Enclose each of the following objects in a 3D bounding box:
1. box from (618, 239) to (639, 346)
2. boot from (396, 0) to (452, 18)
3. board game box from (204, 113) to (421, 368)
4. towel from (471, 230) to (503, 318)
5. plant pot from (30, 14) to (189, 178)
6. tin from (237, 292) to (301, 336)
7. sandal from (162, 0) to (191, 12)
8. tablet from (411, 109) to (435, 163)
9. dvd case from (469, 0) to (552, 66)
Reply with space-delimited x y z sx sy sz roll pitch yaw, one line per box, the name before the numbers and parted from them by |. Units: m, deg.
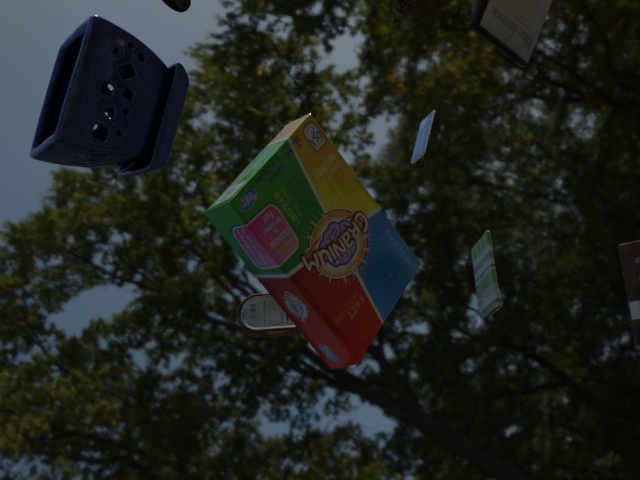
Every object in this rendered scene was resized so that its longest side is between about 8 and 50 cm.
box | 0.552 0.068 1.186 0.381 0.191 0.143 9 -109 -57
boot | 0.214 -0.567 2.044 0.305 0.112 0.115 -12 -29 -52
board game box | 0.000 0.000 1.360 0.316 0.064 0.242 52 -131 -18
towel | 0.328 0.069 1.731 0.113 0.023 0.152 111 157 -69
plant pot | -0.378 -0.240 1.613 0.212 0.236 0.236 19 -102 -27
tin | -0.108 0.178 2.142 0.040 0.190 0.106 83 -177 -66
sandal | -0.285 -0.494 1.548 0.060 0.219 0.090 -30 -23 -22
tablet | 0.172 -0.173 1.477 0.006 0.054 0.083 21 -112 -13
dvd case | 0.371 -0.469 1.610 0.180 0.022 0.253 21 -89 -45
